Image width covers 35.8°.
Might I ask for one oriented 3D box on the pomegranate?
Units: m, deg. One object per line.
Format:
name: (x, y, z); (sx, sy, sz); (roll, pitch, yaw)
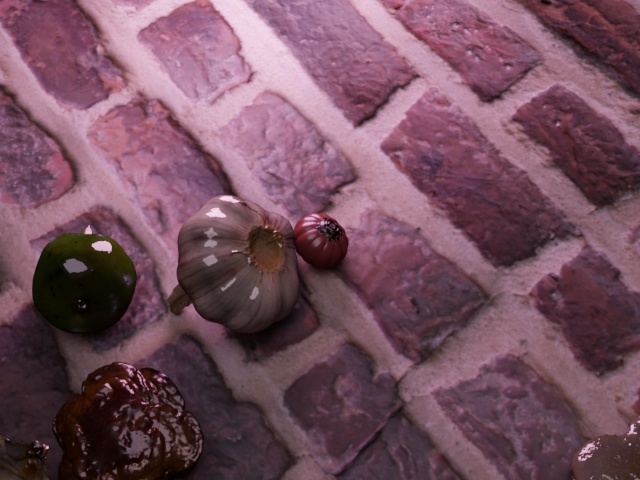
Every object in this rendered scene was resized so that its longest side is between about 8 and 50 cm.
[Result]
pomegranate: (-0.420, 0.058, 1.768); (0.187, 0.187, 0.225); (-12, 35, -3)

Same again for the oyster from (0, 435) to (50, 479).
oyster: (-0.574, 0.419, 1.572); (0.336, 0.133, 0.198); (-5, 61, 4)

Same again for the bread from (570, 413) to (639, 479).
bread: (0.465, 0.408, 1.528); (0.183, 0.102, 0.337); (18, 61, 14)

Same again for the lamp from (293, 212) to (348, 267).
lamp: (0.000, 0.000, 1.810); (0.107, 0.092, 0.108); (21, 43, -21)

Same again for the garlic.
garlic: (-0.176, 0.063, 1.746); (0.253, 0.245, 0.245); (-29, 51, 34)

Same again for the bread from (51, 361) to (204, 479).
bread: (-0.321, 0.323, 1.610); (0.232, 0.135, 0.246); (-38, 64, -17)
